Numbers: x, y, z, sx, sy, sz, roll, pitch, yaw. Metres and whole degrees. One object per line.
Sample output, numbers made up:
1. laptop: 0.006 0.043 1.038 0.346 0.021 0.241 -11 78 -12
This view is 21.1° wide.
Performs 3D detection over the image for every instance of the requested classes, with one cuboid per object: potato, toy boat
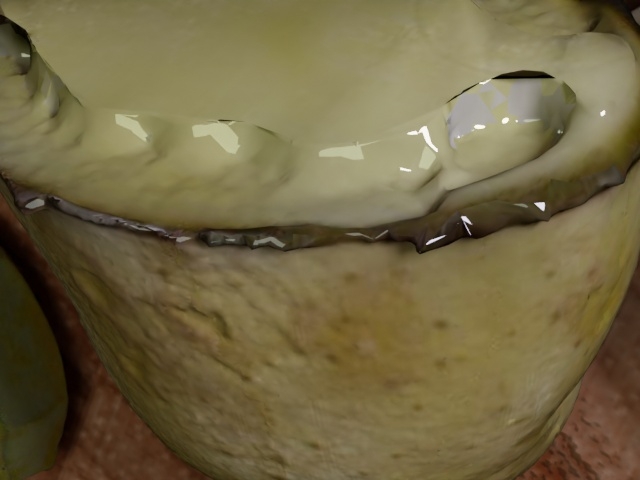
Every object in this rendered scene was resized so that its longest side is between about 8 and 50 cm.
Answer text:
1. potato: 0.000 0.000 0.690 0.285 0.242 0.242 8 114 18
2. toy boat: -0.178 0.045 0.876 0.066 0.065 0.172 -7 106 48

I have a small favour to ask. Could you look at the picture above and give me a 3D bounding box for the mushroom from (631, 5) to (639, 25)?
1. mushroom: 0.194 0.029 0.676 0.096 0.099 0.278 -32 93 26
